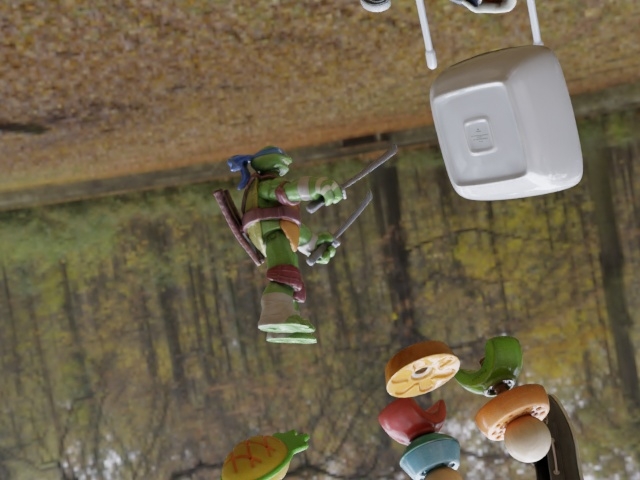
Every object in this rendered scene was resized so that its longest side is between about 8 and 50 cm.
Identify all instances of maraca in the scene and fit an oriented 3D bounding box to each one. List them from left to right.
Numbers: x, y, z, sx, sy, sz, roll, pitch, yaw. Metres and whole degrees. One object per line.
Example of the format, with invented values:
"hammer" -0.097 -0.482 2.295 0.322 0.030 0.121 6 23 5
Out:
"maraca" -0.104 0.407 1.755 0.186 0.099 0.127 -30 -158 -32

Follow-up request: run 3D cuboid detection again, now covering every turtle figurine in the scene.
"turtle figurine" 0.000 0.000 1.277 0.275 0.266 0.198 11 162 -28

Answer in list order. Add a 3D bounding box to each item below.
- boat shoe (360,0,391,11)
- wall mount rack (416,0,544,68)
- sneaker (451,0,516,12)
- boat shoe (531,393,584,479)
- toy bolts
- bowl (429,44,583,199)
"boat shoe" 0.087 -0.456 1.696 0.049 0.040 0.142 -21 -138 -3
"wall mount rack" 0.229 -0.408 1.554 0.350 0.130 0.304 3 166 31
"sneaker" 0.326 -0.629 2.231 0.321 0.126 0.127 12 -147 -17
"boat shoe" 0.433 0.432 1.765 0.096 0.335 0.112 -2 138 -5
"toy bolts" 0.171 0.252 1.249 0.218 0.158 0.228 9 135 -36
"bowl" 0.162 -0.103 0.877 0.053 0.142 0.142 -22 -169 -39
